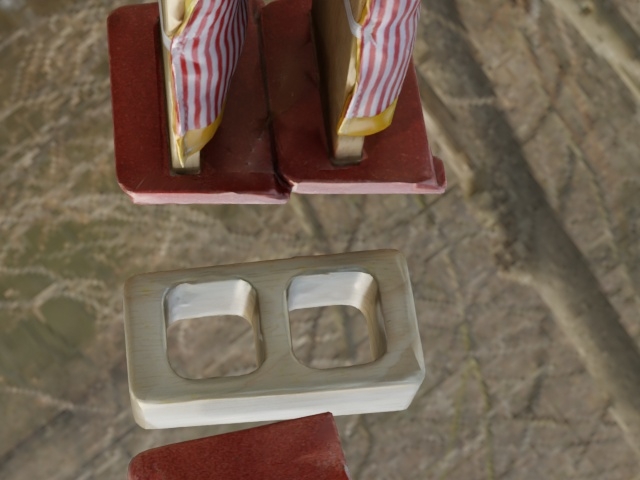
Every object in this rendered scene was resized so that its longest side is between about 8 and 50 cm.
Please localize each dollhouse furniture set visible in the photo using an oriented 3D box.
[{"bbox_3d":[0.000,0.000,0.509,0.152,0.374,0.201,-4,154,-7],"label":"dollhouse furniture set"}]
